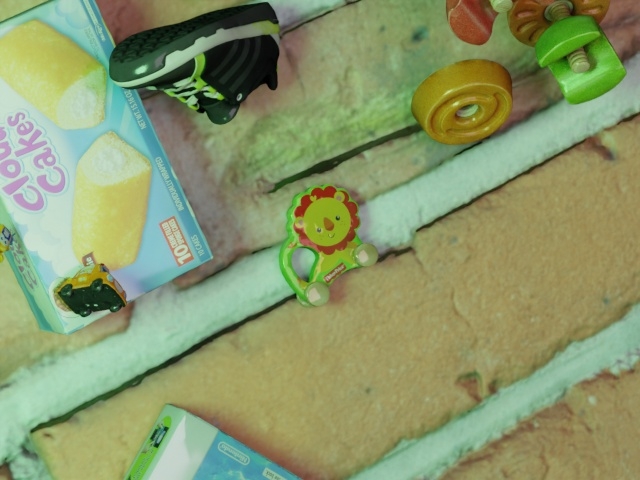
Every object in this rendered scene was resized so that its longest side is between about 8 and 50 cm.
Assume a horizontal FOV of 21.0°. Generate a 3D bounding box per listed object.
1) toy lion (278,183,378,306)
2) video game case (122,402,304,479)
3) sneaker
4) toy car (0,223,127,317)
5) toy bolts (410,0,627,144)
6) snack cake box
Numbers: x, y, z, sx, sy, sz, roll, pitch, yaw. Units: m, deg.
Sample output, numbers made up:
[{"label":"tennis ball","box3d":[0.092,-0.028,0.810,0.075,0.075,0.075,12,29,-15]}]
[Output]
[{"label":"toy lion","box3d":[0.000,0.000,1.641,0.100,0.034,0.096,-39,99,-18]},{"label":"video game case","box3d":[-0.087,0.322,1.592,0.269,0.061,0.244,33,79,-21]},{"label":"sneaker","box3d":[-0.094,-0.147,1.520,0.235,0.084,0.097,-29,112,-55]},{"label":"toy car","box3d":[-0.215,0.017,1.437,0.122,0.060,0.040,39,45,-26]},{"label":"toy bolts","box3d":[0.155,-0.228,1.650,0.218,0.158,0.228,-26,143,13]},{"label":"snack cake box","box3d":[-0.224,-0.068,1.506,0.152,0.089,0.264,-29,103,-21]}]
